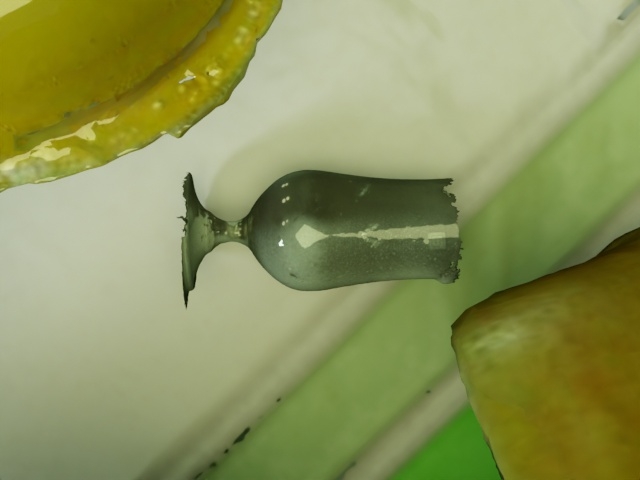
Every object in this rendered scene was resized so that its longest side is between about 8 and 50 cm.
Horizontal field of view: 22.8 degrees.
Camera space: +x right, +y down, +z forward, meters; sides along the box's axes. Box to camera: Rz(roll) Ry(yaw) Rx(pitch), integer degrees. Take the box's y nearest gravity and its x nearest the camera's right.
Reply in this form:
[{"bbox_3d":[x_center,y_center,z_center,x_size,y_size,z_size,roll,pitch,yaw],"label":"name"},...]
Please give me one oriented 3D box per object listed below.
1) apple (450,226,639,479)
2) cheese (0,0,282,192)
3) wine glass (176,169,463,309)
[{"bbox_3d":[0.147,0.158,0.435,0.254,0.179,0.346,-29,104,-35],"label":"apple"},{"bbox_3d":[-0.106,-0.065,0.403,0.177,0.069,0.270,27,75,6],"label":"cheese"},{"bbox_3d":[0.000,0.000,0.464,0.083,0.042,0.039,1,130,-2],"label":"wine glass"}]
